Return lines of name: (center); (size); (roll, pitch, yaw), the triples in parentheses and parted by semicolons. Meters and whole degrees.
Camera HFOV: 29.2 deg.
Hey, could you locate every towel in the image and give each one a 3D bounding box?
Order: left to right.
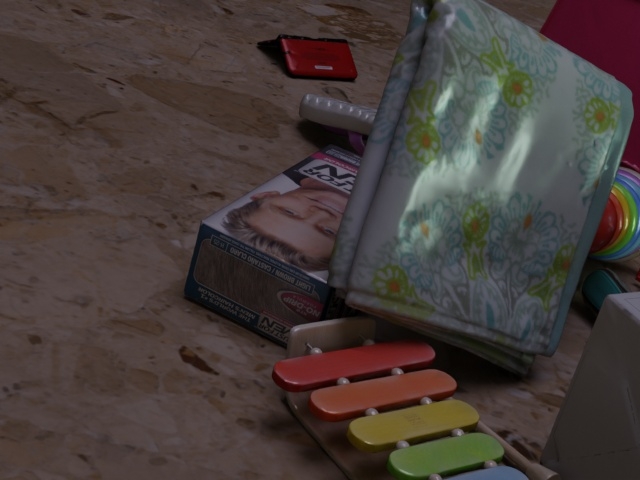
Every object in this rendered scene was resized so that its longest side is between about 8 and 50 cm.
towel: (0.189, -0.060, 1.383); (0.320, 0.374, 0.090); (22, -7, -37)

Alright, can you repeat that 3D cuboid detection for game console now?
game console: (-0.024, -0.323, 2.208); (0.144, 0.085, 0.124); (-2, 63, -31)

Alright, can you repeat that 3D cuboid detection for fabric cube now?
fabric cube: (0.474, -0.227, 1.941); (0.259, 0.254, 0.258); (30, -2, 25)

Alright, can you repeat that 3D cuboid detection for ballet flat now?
ballet flat: (0.401, 0.112, 1.571); (0.068, 0.072, 0.213); (37, 18, -31)

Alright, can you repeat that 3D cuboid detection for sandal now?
sandal: (0.109, -0.131, 1.827); (0.169, 0.102, 0.416); (8, 12, -32)

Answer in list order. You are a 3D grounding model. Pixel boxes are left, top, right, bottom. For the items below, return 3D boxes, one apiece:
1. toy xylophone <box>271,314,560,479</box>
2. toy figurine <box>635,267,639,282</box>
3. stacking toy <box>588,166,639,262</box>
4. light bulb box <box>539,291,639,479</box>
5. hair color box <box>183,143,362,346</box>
toy xylophone: (0.105, 0.190, 1.234); (0.236, 0.081, 0.323); (-12, 38, -44)
toy figurine: (0.637, 0.037, 1.675); (0.362, 0.217, 0.191); (22, 27, 12)
stacking toy: (0.365, -0.030, 1.648); (0.141, 0.141, 0.330); (27, 13, 20)
light bulb box: (0.486, 0.224, 1.227); (0.361, 0.225, 0.358); (-4, 33, -33)
hair color box: (0.000, 0.000, 1.509); (0.174, 0.105, 0.347); (25, 29, 16)
